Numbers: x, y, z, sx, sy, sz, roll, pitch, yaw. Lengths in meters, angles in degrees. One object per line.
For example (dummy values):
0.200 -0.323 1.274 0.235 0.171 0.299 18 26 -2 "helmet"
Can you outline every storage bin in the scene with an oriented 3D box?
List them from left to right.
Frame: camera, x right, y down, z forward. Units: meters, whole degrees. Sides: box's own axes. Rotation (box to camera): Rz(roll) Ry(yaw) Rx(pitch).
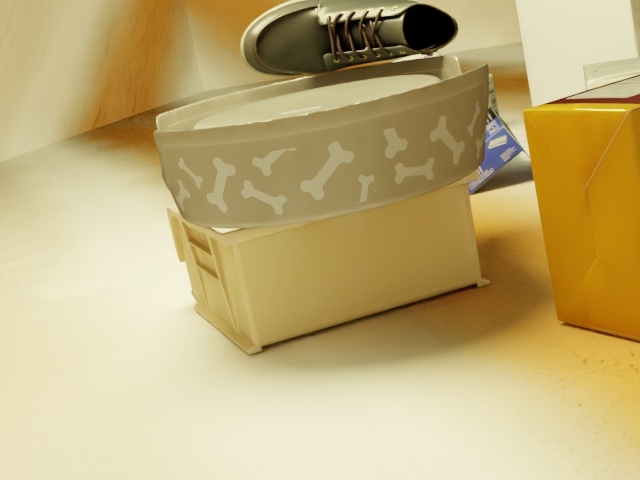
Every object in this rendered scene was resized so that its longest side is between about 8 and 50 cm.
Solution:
0.000 0.000 1.267 0.262 0.123 0.260 -16 14 -17 "storage bin"

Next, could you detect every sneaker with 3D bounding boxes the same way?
0.030 -0.224 1.296 0.222 0.083 0.118 -13 13 -14 "sneaker"

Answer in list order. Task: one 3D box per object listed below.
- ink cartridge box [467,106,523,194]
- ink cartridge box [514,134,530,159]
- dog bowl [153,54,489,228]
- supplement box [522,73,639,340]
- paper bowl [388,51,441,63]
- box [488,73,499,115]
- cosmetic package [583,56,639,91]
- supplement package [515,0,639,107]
0.227 -0.131 1.717 0.097 0.046 0.207 -41 8 11 "ink cartridge box"
0.377 -0.127 1.658 0.208 0.045 0.206 -8 13 5 "ink cartridge box"
0.003 -0.100 1.193 0.348 0.102 0.349 -11 13 3 "dog bowl"
0.298 -0.039 1.015 0.194 0.191 0.129 -19 15 -26 "supplement box"
0.070 -0.164 1.805 0.284 0.148 0.284 -21 13 5 "paper bowl"
0.246 -0.220 2.052 0.087 0.101 0.102 -5 14 28 "box"
0.422 -0.201 1.655 0.117 0.085 0.231 -7 13 11 "cosmetic package"
0.442 -0.312 1.913 0.204 0.262 0.145 1 17 43 "supplement package"
